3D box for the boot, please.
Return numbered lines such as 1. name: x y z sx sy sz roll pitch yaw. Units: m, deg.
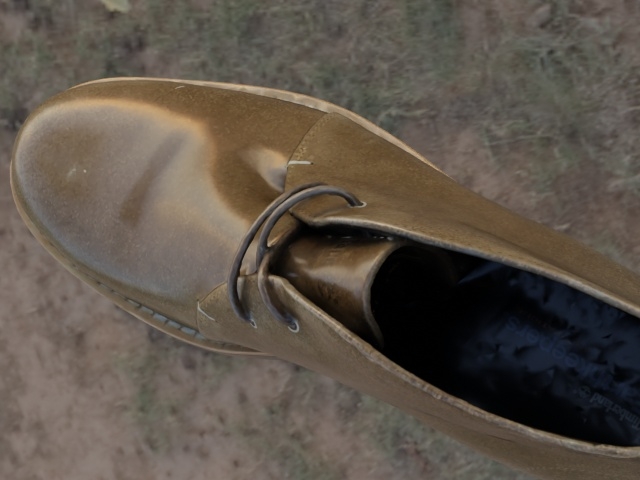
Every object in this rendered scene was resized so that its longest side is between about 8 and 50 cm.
1. boot: 0.000 0.000 0.396 0.305 0.115 0.112 22 86 21
